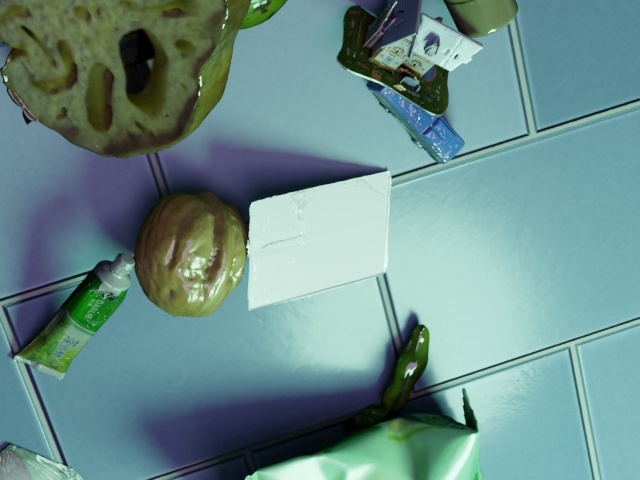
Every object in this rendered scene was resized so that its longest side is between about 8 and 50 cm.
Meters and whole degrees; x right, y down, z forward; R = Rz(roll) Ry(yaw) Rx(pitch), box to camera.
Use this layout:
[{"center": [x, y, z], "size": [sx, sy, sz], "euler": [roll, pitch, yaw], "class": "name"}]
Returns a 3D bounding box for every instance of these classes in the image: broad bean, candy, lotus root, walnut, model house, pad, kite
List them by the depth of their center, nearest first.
[{"center": [-0.246, -0.269, 1.510], "size": [0.374, 0.111, 0.391], "euler": [3, 129, 34], "class": "lotus root"}, {"center": [0.117, -0.245, 1.691], "size": [0.167, 0.117, 0.088], "euler": [26, 142, -19], "class": "model house"}, {"center": [-0.166, 0.016, 1.739], "size": [0.166, 0.149, 0.167], "euler": [-16, 112, -43], "class": "walnut"}, {"center": [0.000, 0.000, 1.792], "size": [0.232, 0.004, 0.157], "euler": [-14, 118, -33], "class": "pad"}, {"center": [0.044, 0.351, 1.905], "size": [0.397, 0.172, 0.263], "euler": [-10, 140, -1], "class": "candy"}, {"center": [-0.468, 0.447, 1.913], "size": [0.360, 0.022, 0.204], "euler": [-45, 115, 3], "class": "kite"}, {"center": [0.108, 0.207, 1.931], "size": [0.061, 0.046, 0.195], "euler": [28, 107, -35], "class": "broad bean"}]

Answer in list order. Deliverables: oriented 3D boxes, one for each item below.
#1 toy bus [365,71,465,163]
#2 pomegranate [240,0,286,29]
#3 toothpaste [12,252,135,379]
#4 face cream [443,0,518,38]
[{"center": [0.126, -0.162, 1.773], "size": [0.051, 0.061, 0.153], "euler": [-45, 113, 2], "class": "toy bus"}, {"center": [-0.136, -0.325, 1.581], "size": [0.248, 0.202, 0.202], "euler": [-33, 116, 16], "class": "pomegranate"}, {"center": [-0.310, 0.098, 1.759], "size": [0.078, 0.047, 0.248], "euler": [26, 127, -25], "class": "toothpaste"}, {"center": [0.141, -0.408, 1.653], "size": [0.084, 0.137, 0.341], "euler": [-47, 123, -30], "class": "face cream"}]
